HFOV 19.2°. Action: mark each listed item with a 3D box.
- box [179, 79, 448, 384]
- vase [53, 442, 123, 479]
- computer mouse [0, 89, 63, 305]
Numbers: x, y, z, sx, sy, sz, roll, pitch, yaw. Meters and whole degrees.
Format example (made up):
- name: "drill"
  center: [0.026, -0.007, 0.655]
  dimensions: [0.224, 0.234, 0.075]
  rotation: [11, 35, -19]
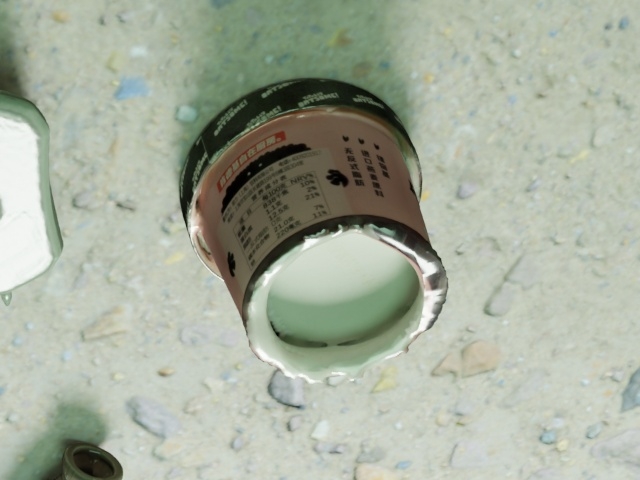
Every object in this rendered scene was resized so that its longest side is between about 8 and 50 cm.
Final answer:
- name: "box"
  center: [0.000, 0.000, 1.142]
  dimensions: [0.151, 0.135, 0.151]
  rotation: [-8, 128, -11]
- name: "vase"
  center: [-0.173, 0.189, 1.294]
  dimensions: [0.053, 0.053, 0.101]
  rotation: [15, 117, -27]
- name: "computer mouse"
  center: [-0.197, -0.031, 1.105]
  dimensions: [0.089, 0.056, 0.182]
  rotation: [-11, 139, -7]
